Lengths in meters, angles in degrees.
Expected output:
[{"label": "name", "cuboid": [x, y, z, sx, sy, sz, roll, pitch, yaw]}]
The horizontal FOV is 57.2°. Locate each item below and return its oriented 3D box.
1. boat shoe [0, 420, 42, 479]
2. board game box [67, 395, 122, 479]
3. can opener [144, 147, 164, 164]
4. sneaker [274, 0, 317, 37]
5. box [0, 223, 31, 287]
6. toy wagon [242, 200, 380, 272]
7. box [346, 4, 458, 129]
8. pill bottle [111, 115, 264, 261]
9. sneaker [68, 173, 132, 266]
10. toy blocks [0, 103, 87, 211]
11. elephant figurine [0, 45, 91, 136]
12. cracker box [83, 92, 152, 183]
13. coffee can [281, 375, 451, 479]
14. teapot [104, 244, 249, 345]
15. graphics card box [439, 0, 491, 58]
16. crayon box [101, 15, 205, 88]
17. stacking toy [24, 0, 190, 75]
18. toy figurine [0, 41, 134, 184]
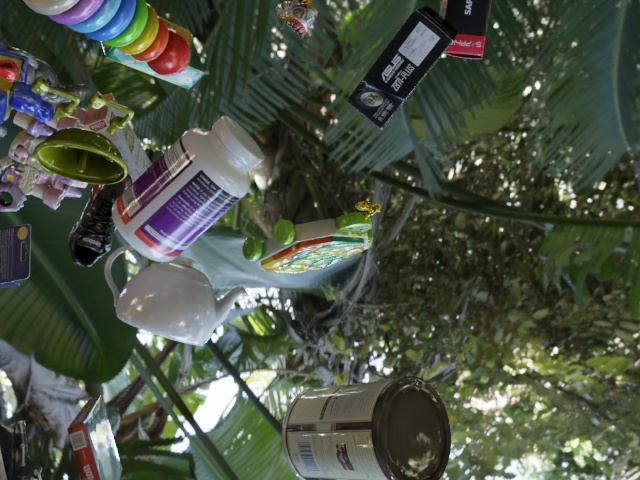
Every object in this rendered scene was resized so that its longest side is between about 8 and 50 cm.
[{"label": "boat shoe", "cuboid": [-0.637, 0.492, 1.240, 0.091, 0.114, 0.302, -6, -143, -38]}, {"label": "board game box", "cuboid": [-0.360, 0.342, 0.952, 0.027, 0.281, 0.145, -15, -93, -17]}, {"label": "can opener", "cuboid": [-0.583, -0.167, 1.928, 0.074, 0.093, 0.280, 11, -104, 11]}, {"label": "sneaker", "cuboid": [-0.061, -0.643, 1.666, 0.092, 0.088, 0.225, -46, -146, 11]}, {"label": "box", "cuboid": [-0.757, 0.046, 1.328, 0.225, 0.036, 0.136, -10, -110, 3]}, {"label": "toy wagon", "cuboid": [0.000, 0.000, 1.347, 0.267, 0.344, 0.068, 3, -110, -42]}, {"label": "box", "cuboid": [0.139, -0.292, 0.980, 0.078, 0.180, 0.147, 39, -151, -3]}, {"label": "pill bottle", "cuboid": [-0.278, -0.113, 1.260, 0.323, 0.181, 0.181, -40, -129, 13]}, {"label": "sneaker", "cuboid": [-0.530, -0.047, 1.414, 0.098, 0.276, 0.135, 24, -157, -27]}, {"label": "toy blocks", "cuboid": [-0.723, -0.209, 1.648, 0.260, 0.288, 0.309, 28, -164, -14]}, {"label": "elephant figurine", "cuboid": [-0.670, -0.356, 1.295, 0.169, 0.186, 0.239, 42, -111, 10]}, {"label": "cracker box", "cuboid": [-0.514, -0.242, 1.512, 0.067, 0.232, 0.155, -21, -142, 2]}, {"label": "coffee can", "cuboid": [0.085, 0.380, 1.155, 0.202, 0.275, 0.201, 16, -115, -39]}, {"label": "teapot", "cuboid": [-0.354, 0.128, 1.404, 0.253, 0.256, 0.187, 13, -99, 42]}, {"label": "graphics card box", "cuboid": [0.303, -0.564, 1.185, 0.094, 0.370, 0.233, 8, -160, 6]}, {"label": "crayon box", "cuboid": [-0.462, -0.536, 1.594, 0.278, 0.081, 0.165, 8, -127, -53]}, {"label": "stacking toy", "cuboid": [-0.345, -0.381, 1.028, 0.141, 0.330, 0.141, -5, -104, 22]}, {"label": "toy figurine", "cuboid": [-0.446, -0.228, 0.826, 0.363, 0.191, 0.217, 9, -134, -24]}]
